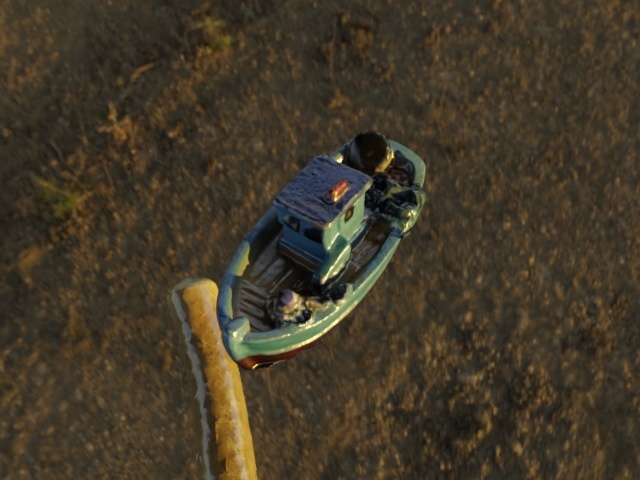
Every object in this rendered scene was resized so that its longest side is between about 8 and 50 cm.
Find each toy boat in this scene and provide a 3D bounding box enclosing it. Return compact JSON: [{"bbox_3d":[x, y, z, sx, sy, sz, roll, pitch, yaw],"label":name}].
[{"bbox_3d":[0.000,0.000,0.765,0.100,0.097,0.223,26,54,20],"label":"toy boat"}]

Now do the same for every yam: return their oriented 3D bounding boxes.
[{"bbox_3d":[-0.102,0.177,1.067,0.066,0.066,0.300,-14,69,1],"label":"yam"}]
